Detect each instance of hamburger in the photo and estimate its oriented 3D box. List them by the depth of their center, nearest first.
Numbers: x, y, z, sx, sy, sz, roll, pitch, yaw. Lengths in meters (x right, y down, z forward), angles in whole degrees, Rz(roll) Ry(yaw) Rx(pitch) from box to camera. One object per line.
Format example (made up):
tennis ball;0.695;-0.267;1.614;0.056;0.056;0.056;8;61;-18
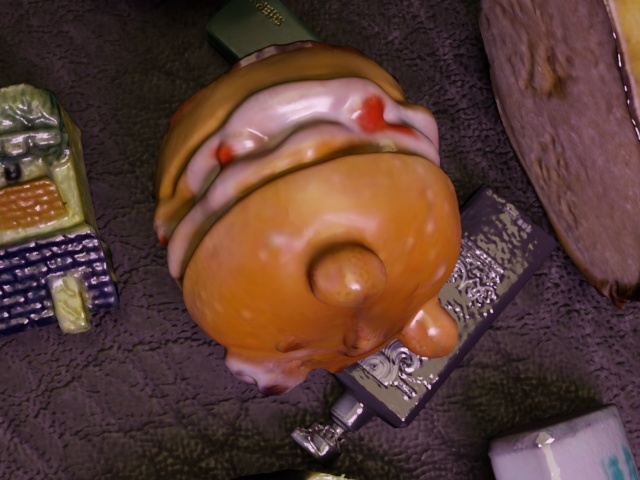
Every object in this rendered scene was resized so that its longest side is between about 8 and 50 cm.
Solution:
hamburger;0.000;0.000;0.846;0.277;0.276;0.236;-21;58;-6

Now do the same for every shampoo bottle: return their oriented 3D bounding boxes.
shampoo bottle;0.093;0.091;0.958;0.098;0.071;0.309;41;82;2

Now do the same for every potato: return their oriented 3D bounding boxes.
potato;0.341;-0.151;0.910;0.296;0.290;0.396;-20;98;-9

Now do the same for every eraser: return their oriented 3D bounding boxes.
eraser;0.247;0.296;0.873;0.104;0.189;0.289;-21;80;28

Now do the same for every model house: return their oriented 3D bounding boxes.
model house;-0.301;-0.004;0.906;0.194;0.170;0.211;-15;81;-8

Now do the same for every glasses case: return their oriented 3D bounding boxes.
glasses case;-0.028;-0.176;1.014;0.184;0.039;0.078;43;81;5

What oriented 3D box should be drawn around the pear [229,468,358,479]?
pear;-0.006;0.386;0.848;0.399;0.165;0.398;0;79;-3
